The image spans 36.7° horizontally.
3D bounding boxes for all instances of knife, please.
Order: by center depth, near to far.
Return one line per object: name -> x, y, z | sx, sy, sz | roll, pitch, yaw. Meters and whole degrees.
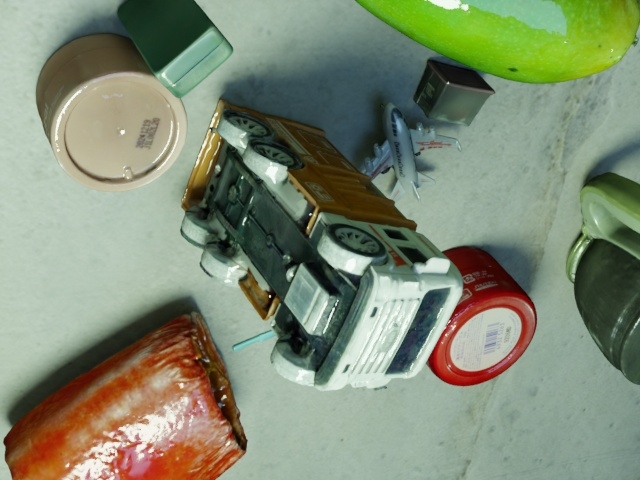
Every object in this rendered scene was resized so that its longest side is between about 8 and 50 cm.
knife -> -0.087, 0.143, 1.418 | 0.091, 0.005, 0.014 | -22, 129, -13

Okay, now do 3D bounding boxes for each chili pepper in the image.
chili pepper -> -0.236, 0.270, 1.288 | 0.305, 0.229, 0.251 | -32, 115, -2

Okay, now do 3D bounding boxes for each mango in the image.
mango -> 0.185, -0.298, 1.106 | 0.382, 0.225, 0.201 | 12, 135, -12

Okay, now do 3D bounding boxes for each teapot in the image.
teapot -> 0.479, 0.059, 1.499 | 0.322, 0.239, 0.239 | 27, 107, -43

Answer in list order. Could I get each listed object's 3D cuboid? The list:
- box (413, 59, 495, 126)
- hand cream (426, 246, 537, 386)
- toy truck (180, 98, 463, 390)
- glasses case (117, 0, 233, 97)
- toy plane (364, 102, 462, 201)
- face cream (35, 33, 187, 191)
box -> 0.174, -0.193, 1.278 | 0.085, 0.060, 0.063 | 5, 125, -32
hand cream -> 0.225, 0.118, 1.485 | 0.193, 0.125, 0.193 | -13, 129, -16
toy truck -> 0.000, 0.000, 1.113 | 0.207, 0.387, 0.173 | 5, 120, -36
glasses case -> -0.154, -0.217, 1.002 | 0.078, 0.184, 0.039 | -40, 130, 4
toy plane -> 0.107, -0.119, 1.290 | 0.162, 0.065, 0.171 | -27, 129, -7
face cream -> -0.232, -0.141, 1.070 | 0.149, 0.104, 0.149 | -14, 128, -18
